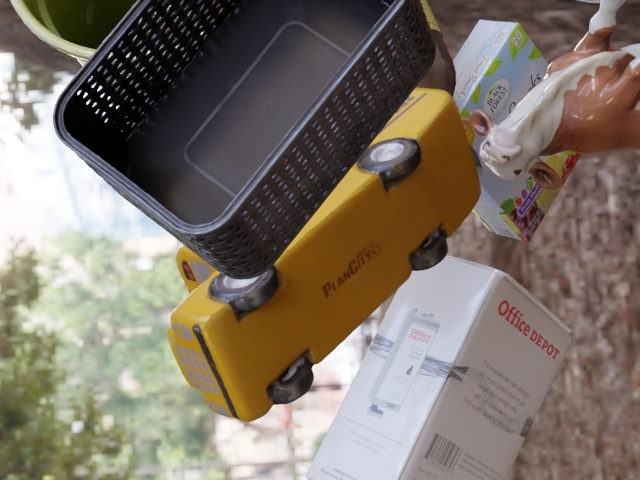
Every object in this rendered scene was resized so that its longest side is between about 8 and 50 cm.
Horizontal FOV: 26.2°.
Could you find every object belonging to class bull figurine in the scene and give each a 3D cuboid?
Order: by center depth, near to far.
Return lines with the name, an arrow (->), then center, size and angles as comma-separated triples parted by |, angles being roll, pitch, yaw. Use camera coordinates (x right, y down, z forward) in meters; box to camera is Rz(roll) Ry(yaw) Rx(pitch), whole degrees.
bull figurine -> 0.280, -0.137, 1.225 | 0.101, 0.310, 0.188 | 65, 147, 28

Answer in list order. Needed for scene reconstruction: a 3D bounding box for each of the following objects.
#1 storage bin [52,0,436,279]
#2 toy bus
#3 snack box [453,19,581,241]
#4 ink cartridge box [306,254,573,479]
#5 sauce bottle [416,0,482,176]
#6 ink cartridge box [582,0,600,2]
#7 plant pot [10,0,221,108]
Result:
storage bin -> -0.037, -0.085, 0.737 | 0.180, 0.122, 0.084 | -51, -22, -6
toy bus -> 0.000, 0.000, 1.127 | 0.130, 0.333, 0.108 | 13, 134, 43
snack box -> 0.218, -0.128, 1.631 | 0.207, 0.070, 0.174 | 44, -109, -36
ink cartridge box -> 0.137, 0.179, 1.505 | 0.207, 0.117, 0.283 | 37, -103, -49
sauce bottle -> 0.078, -0.211, 1.488 | 0.111, 0.111, 0.344 | 90, 159, -69
ink cartridge box -> 0.295, -0.481, 1.462 | 0.279, 0.160, 0.384 | -33, -50, -42
plant pot -> -0.160, -0.239, 1.446 | 0.254, 0.276, 0.276 | 73, -169, -64
